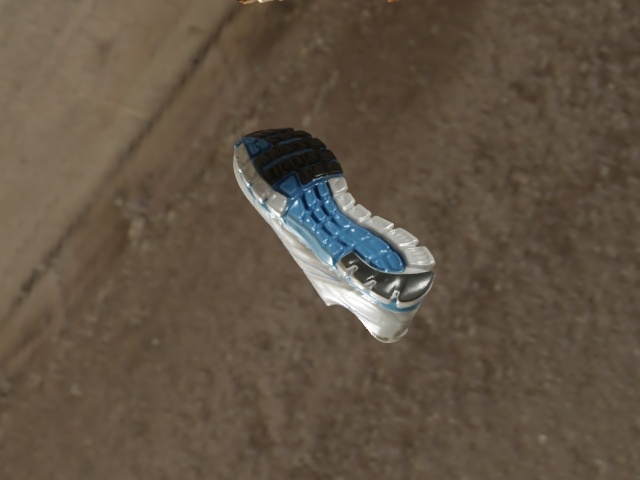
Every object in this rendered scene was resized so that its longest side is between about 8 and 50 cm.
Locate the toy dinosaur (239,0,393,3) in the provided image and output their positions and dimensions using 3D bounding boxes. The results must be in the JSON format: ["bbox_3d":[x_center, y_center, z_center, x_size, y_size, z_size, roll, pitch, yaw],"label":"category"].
[{"bbox_3d":[0.053,-0.224,1.109,0.218,0.322,0.164,25,108,27],"label":"toy dinosaur"}]

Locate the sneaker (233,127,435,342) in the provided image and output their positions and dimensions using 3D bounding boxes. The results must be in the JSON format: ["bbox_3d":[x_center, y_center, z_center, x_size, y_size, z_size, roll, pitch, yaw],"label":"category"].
[{"bbox_3d":[0.000,0.000,1.206,0.190,0.071,0.083,49,150,29],"label":"sneaker"}]
